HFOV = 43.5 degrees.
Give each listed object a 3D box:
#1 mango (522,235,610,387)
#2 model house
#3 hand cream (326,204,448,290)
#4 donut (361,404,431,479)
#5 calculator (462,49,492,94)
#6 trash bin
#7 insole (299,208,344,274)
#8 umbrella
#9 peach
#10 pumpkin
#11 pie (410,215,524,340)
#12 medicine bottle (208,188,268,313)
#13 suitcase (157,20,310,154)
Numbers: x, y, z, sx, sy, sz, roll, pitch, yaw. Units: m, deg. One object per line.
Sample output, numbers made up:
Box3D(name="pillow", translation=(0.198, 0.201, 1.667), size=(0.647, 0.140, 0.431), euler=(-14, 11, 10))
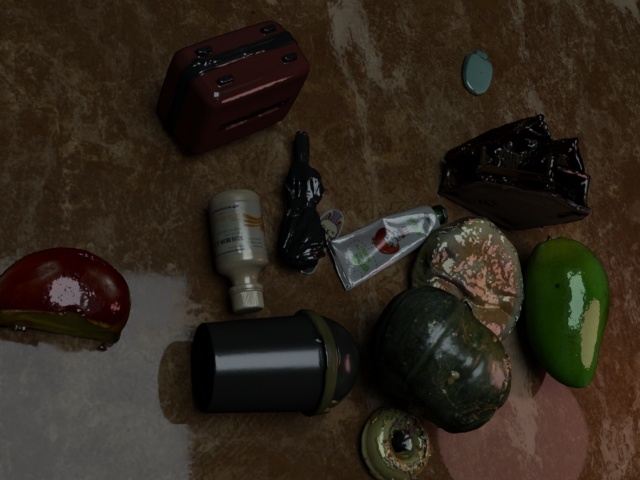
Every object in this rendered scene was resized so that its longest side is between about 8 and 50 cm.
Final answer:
Box3D(name="mango", translation=(0.619, 0.177, 2.011), size=(0.225, 0.201, 0.382), euler=(10, 70, -38))
Box3D(name="model house", translation=(0.514, -0.211, 2.052), size=(0.297, 0.317, 0.283), euler=(33, 62, -30))
Box3D(name="hand cream", translation=(0.166, -0.001, 1.912), size=(0.336, 0.076, 0.121), euler=(-26, 87, -27))
Box3D(name="donut", translation=(0.168, 0.443, 1.738), size=(0.174, 0.068, 0.175), euler=(10, 67, -25))
Box3D(name="calculator", translation=(0.443, -0.477, 2.259), size=(0.095, 0.021, 0.153), euler=(27, 64, -19))
Box3D(name="trash bin", translation=(-0.075, 0.242, 1.592), size=(0.333, 0.214, 0.214), euler=(3, 70, -24))
Box3D(name="insole", translation=(0.000, 0.000, 1.846), size=(0.065, 0.004, 0.197), euler=(40, 57, -11))
Box3D(name="umbrella", translation=(-0.043, -0.095, 1.807), size=(0.118, 0.118, 0.340), euler=(11, 61, -26))
Box3D(name="peach", translation=(-0.478, 0.088, 1.464), size=(0.267, 0.159, 0.154), euler=(13, 60, -22))
Box3D(name="pumpkin", translation=(0.262, 0.261, 1.727), size=(0.327, 0.291, 0.257), euler=(35, 77, -1))
Box3D(name="pie", translation=(0.369, 0.102, 1.951), size=(0.337, 0.075, 0.338), euler=(1, 87, -26))
Box3D(name="medicine bottle", translation=(-0.167, 0.026, 1.678), size=(0.114, 0.114, 0.252), euler=(0, 73, -29))
Box3D(name="suitcase", translation=(-0.188, -0.329, 1.729), size=(0.297, 0.236, 0.161), euler=(-29, 77, -34))
